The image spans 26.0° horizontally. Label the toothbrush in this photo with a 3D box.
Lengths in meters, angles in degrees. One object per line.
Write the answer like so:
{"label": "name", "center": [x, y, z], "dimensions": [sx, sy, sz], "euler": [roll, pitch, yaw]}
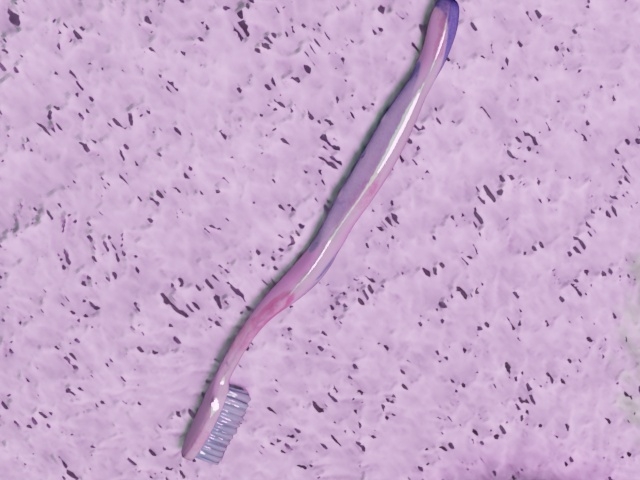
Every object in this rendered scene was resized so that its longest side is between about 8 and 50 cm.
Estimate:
{"label": "toothbrush", "center": [0.000, 0.000, 0.688], "dimensions": [0.027, 0.021, 0.269], "euler": [23, 104, -27]}
